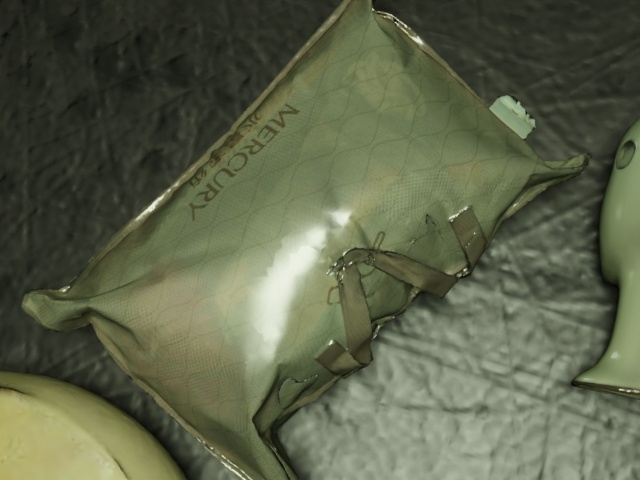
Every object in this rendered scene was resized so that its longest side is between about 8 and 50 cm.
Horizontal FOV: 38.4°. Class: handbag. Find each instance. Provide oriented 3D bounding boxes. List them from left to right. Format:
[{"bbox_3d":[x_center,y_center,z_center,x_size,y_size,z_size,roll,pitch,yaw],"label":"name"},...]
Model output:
[{"bbox_3d":[0.000,0.000,0.481,0.182,0.117,0.270,44,84,5],"label":"handbag"}]

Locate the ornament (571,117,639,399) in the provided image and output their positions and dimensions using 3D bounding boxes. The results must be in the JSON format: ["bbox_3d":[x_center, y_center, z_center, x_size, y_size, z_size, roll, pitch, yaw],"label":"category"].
[{"bbox_3d":[0.177,0.005,0.479,0.075,0.081,0.156,16,81,-24],"label":"ornament"}]

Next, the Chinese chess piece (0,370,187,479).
[{"bbox_3d":[-0.172,0.192,0.463,0.251,0.097,0.250,-2,77,7],"label":"Chinese chess piece"}]
